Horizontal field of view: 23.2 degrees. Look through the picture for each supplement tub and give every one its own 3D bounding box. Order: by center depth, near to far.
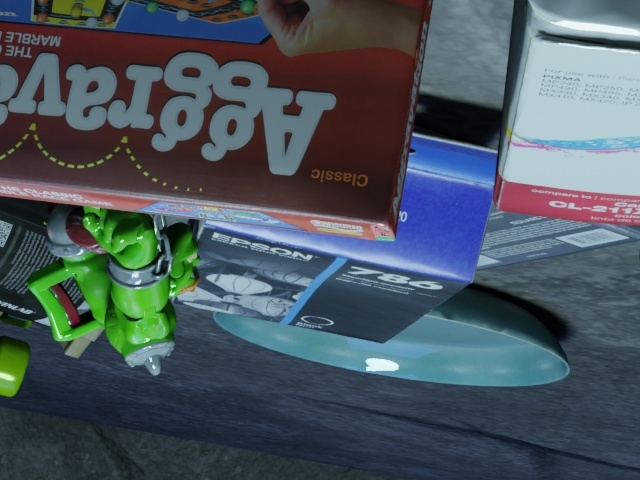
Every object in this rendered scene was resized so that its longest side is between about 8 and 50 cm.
[{"bbox_3d":[-0.210,-0.007,1.080,0.117,0.117,0.190,-4,160,43],"label":"supplement tub"}]

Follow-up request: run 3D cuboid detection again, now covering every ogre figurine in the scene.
[{"bbox_3d":[-0.123,-0.006,0.884,0.097,0.118,0.197,-29,-144,-32],"label":"ogre figurine"}]

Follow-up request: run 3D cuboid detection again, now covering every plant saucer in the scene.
[{"bbox_3d":[0.064,0.075,1.382,0.318,0.043,0.317,9,167,2],"label":"plant saucer"}]

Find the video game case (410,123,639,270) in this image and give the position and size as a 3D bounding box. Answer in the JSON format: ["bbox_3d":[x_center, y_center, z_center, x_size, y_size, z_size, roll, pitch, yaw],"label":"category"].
[{"bbox_3d":[0.042,-0.034,0.999,0.274,0.026,0.196,18,164,-28],"label":"video game case"}]

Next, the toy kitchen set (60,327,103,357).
[{"bbox_3d":[-0.238,0.049,1.441,0.075,0.083,0.068,23,-158,-43],"label":"toy kitchen set"}]

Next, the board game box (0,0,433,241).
[{"bbox_3d":[-0.098,-0.086,0.629,0.281,0.145,0.027,7,167,11],"label":"board game box"}]

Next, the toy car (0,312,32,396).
[{"bbox_3d":[-0.302,0.024,1.326,0.155,0.149,0.188,18,137,-17],"label":"toy car"}]

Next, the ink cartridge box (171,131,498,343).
[{"bbox_3d":[0.000,0.000,0.984,0.165,0.065,0.332,12,165,-6],"label":"ink cartridge box"}]

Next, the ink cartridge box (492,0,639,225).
[{"bbox_3d":[0.103,-0.089,0.518,0.072,0.127,0.175,7,166,5],"label":"ink cartridge box"}]
